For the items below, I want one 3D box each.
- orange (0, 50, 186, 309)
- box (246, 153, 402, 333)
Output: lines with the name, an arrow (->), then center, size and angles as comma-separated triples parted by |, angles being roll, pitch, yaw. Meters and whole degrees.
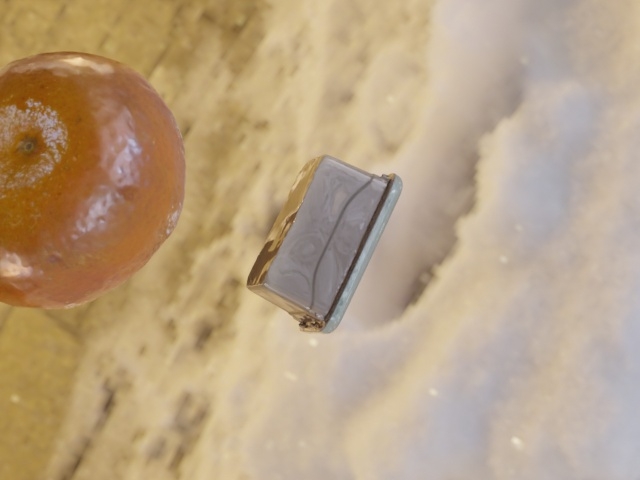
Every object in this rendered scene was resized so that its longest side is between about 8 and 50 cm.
orange -> -0.214, -0.047, 1.511 | 0.224, 0.170, 0.224 | -6, 72, 19
box -> 0.000, 0.000, 1.264 | 0.122, 0.062, 0.089 | -65, 10, -8
